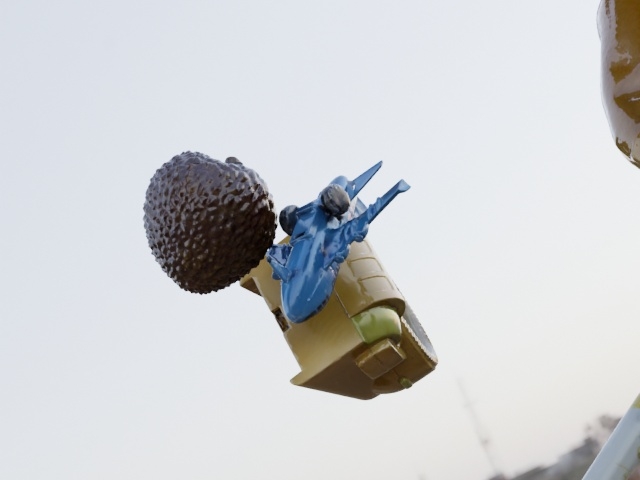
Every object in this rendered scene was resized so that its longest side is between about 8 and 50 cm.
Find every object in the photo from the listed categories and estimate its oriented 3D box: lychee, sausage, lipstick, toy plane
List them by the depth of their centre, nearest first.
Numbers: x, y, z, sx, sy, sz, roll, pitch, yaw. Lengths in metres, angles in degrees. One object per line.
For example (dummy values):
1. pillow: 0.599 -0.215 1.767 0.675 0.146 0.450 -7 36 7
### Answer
1. sausage: 0.366 -0.172 1.526 0.134 0.354 0.116 -2 -49 10
2. toy plane: 0.000 0.000 1.866 0.254 0.105 0.271 -26 22 39
3. lychee: -0.148 -0.029 1.915 0.194 0.194 0.194 -22 -18 -8
4. lipstick: 0.460 0.330 2.197 0.264 0.059 0.059 -49 -7 -25

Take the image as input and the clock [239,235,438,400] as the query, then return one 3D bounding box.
1. clock: 0.051 0.120 2.171 0.200 0.244 0.317 -32 -26 11
